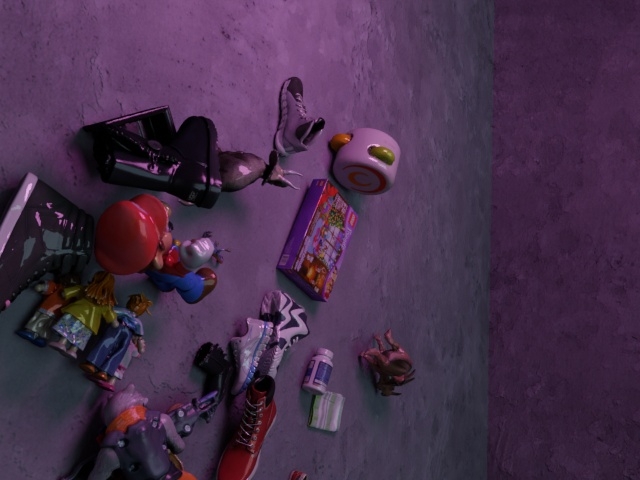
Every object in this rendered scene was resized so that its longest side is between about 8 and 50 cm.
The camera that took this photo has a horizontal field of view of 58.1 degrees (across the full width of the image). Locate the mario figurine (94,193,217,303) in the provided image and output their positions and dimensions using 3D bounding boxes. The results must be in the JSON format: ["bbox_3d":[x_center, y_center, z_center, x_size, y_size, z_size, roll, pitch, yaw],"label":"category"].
[{"bbox_3d":[-0.280,0.003,1.052,0.320,0.198,0.170,73,7,-68],"label":"mario figurine"}]

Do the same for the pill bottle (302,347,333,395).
[{"bbox_3d":[-0.004,0.369,1.627,0.067,0.067,0.120,50,49,-43],"label":"pill bottle"}]

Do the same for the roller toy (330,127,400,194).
[{"bbox_3d":[0.141,-0.244,1.761,0.191,0.209,0.146,61,40,-55],"label":"roller toy"}]

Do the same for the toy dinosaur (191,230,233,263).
[{"bbox_3d":[-0.248,0.020,1.316,0.090,0.047,0.082,-17,115,-22],"label":"toy dinosaur"}]

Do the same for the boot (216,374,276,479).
[{"bbox_3d":[-0.168,0.430,1.304,0.244,0.088,0.176,-63,165,-45],"label":"boot"}]

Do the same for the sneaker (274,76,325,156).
[{"bbox_3d":[-0.040,-0.335,1.539,0.086,0.132,0.229,23,70,-54],"label":"sneaker"}]

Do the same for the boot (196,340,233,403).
[{"bbox_3d":[-0.244,0.295,1.287,0.099,0.045,0.121,61,35,-38],"label":"boot"}]

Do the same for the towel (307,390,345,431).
[{"bbox_3d":[0.020,0.501,1.698,0.152,0.023,0.113,34,60,-51],"label":"towel"}]

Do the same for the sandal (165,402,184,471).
[{"bbox_3d":[-0.305,0.447,1.156,0.088,0.079,0.240,51,49,-43],"label":"sandal"}]

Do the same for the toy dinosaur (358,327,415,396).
[{"bbox_3d":[0.238,0.401,1.859,0.127,0.296,0.200,-42,85,-20],"label":"toy dinosaur"}]

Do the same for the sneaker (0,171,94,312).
[{"bbox_3d":[-0.449,0.049,0.903,0.146,0.104,0.296,29,60,-31],"label":"sneaker"}]

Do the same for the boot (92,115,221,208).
[{"bbox_3d":[-0.293,-0.171,1.038,0.207,0.094,0.247,17,39,-32],"label":"boot"}]

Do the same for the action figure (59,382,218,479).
[{"bbox_3d":[-0.268,0.398,1.061,0.330,0.178,0.341,52,46,3],"label":"action figure"}]

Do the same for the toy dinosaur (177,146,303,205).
[{"bbox_3d":[-0.192,-0.153,1.279,0.313,0.160,0.121,-19,104,-56],"label":"toy dinosaur"}]

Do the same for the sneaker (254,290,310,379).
[{"bbox_3d":[-0.089,0.259,1.476,0.153,0.094,0.235,29,55,-43],"label":"sneaker"}]

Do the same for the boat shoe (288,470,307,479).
[{"bbox_3d":[-0.067,0.690,1.542,0.049,0.043,0.137,34,62,-53],"label":"boat shoe"}]

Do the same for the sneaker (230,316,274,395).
[{"bbox_3d":[-0.185,0.272,1.374,0.082,0.071,0.191,24,77,-12],"label":"sneaker"}]

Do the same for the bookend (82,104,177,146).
[{"bbox_3d":[-0.351,-0.167,1.118,0.157,0.072,0.156,-35,118,-51],"label":"bookend"}]

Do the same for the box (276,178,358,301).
[{"bbox_3d":[0.000,0.000,1.638,0.201,0.057,0.293,47,56,-46],"label":"box"}]

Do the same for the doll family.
[{"bbox_3d":[-0.379,0.150,1.021,0.263,0.118,0.163,54,47,-41],"label":"doll family"}]
